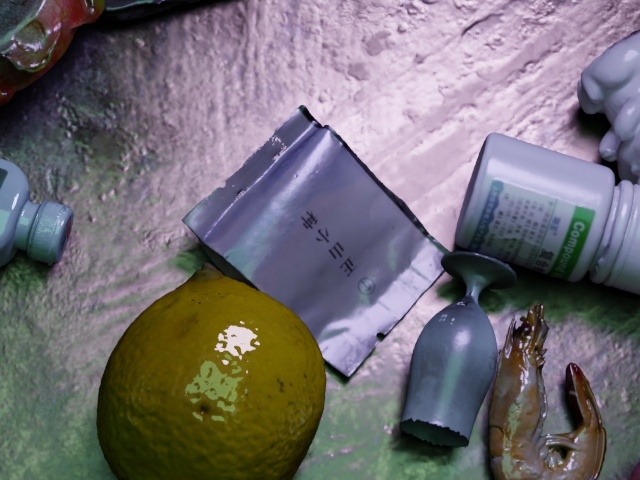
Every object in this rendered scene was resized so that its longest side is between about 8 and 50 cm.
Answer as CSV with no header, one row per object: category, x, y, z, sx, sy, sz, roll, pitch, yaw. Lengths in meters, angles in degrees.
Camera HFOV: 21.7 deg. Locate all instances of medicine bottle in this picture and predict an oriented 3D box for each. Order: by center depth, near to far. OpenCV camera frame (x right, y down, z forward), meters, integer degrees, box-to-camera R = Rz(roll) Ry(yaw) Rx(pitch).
medicine bottle,-0.386,-0.035,1.815,0.229,0.083,0.121,17,66,0
medicine bottle,0.277,-0.024,1.850,0.237,0.139,0.139,18,69,-1

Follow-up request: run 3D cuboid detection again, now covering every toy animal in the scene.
toy animal,0.400,-0.147,1.914,0.178,0.127,0.193,-35,74,-18

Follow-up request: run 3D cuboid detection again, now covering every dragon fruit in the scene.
dragon fruit,-0.385,-0.277,1.868,0.268,0.130,0.295,6,71,8

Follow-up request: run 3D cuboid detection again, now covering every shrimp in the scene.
shrimp,0.248,0.184,1.814,0.133,0.053,0.236,3,73,-3

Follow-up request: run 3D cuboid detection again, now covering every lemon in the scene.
lemon,-0.115,0.168,1.691,0.228,0.228,0.253,29,78,5

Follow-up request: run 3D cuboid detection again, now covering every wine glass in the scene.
wine glass,0.147,0.120,1.806,0.093,0.093,0.202,17,67,1

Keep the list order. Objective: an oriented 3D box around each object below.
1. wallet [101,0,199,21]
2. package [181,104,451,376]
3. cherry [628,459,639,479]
wallet,-0.140,-0.361,1.982,0.309,0.042,0.165,-17,71,-12
package,0.000,0.000,1.860,0.251,0.062,0.204,45,71,-3
cherry,0.454,0.274,1.713,0.285,0.236,0.213,3,109,15
